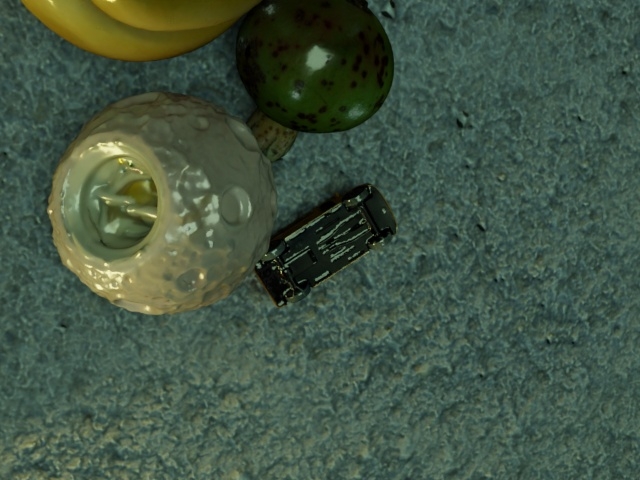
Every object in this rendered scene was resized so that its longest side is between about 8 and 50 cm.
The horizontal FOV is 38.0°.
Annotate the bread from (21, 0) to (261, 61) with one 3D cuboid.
[{"bbox_3d":[-0.158,-0.400,0.980,0.329,0.245,0.424,37,70,-19],"label":"bread"}]

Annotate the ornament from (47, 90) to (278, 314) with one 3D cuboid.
[{"bbox_3d":[-0.173,-0.044,1.071,0.260,0.225,0.259,0,91,24],"label":"ornament"}]

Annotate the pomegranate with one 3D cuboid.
[{"bbox_3d":[-0.021,-0.197,1.131,0.202,0.202,0.248,24,119,-21],"label":"pomegranate"}]

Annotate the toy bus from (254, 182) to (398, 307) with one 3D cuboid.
[{"bbox_3d":[0.000,0.000,1.222,0.194,0.088,0.083,-32,109,-8],"label":"toy bus"}]
